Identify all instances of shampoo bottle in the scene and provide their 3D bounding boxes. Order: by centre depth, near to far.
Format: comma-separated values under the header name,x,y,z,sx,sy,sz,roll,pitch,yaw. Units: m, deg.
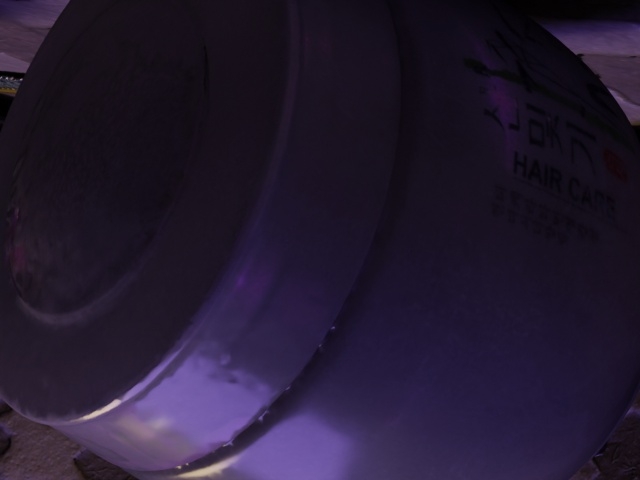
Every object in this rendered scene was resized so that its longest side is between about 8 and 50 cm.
name,x,y,z,sx,sy,sz,roll,pitch,yaw
shampoo bottle,0.000,0.000,0.696,0.266,0.273,0.273,24,168,-38

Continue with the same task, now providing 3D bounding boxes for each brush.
name,x,y,z,sx,sy,sz,roll,pitch,yaw
brush,-0.237,-0.125,1.363,0.082,0.010,0.218,7,176,22

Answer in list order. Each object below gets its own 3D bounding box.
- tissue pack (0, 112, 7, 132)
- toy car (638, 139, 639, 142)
name,x,y,z,sx,sy,sz,roll,pitch,yaw
tissue pack,-0.410,-0.091,1.474,0.259,0.122,0.361,10,180,39
toy car,0.262,-0.018,1.072,0.193,0.118,0.301,14,173,-33
